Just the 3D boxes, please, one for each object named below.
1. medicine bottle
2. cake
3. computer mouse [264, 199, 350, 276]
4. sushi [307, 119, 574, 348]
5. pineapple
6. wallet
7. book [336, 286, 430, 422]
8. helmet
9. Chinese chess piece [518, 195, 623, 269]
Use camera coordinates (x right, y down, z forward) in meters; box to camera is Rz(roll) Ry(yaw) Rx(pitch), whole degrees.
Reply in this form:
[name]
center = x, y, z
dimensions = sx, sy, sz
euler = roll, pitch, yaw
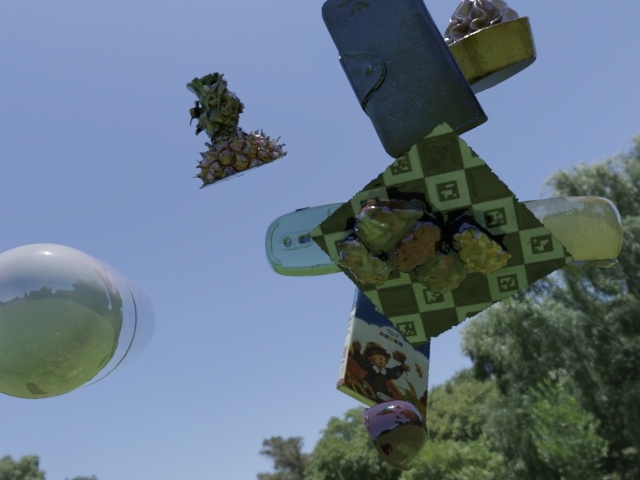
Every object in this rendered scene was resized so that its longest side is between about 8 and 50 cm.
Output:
[medicine bottle]
center = -0.244, 0.080, 0.581
dimensions = 0.131, 0.130, 0.341
euler = -9, -7, -13
[cake]
center = 0.320, -0.406, 1.190
dimensions = 0.185, 0.178, 0.208
euler = -24, -3, -37
[computer mouse]
center = 0.002, 0.001, 1.325
dimensions = 0.289, 0.159, 0.097
euler = -9, -15, 22
[sushi]
center = 0.170, 0.023, 0.869
dimensions = 0.294, 0.059, 0.292
euler = -39, -75, 24
[pineapple]
center = -0.246, -0.300, 1.513
dimensions = 0.263, 0.271, 0.262
euler = -21, 7, 3
[wallet]
center = 0.126, -0.296, 0.955
dimensions = 0.173, 0.317, 0.045
euler = -25, -10, 9
[book]
center = 0.209, 0.341, 1.801
dimensions = 0.300, 0.427, 0.039
euler = 30, -49, -14
[helmet]
center = 0.187, 0.426, 1.306
dimensions = 0.106, 0.155, 0.175
euler = -36, -69, 14
[Chinese chess piece]
center = 0.466, -0.003, 1.261
dimensions = 0.339, 0.140, 0.338
euler = -2, -6, 0
